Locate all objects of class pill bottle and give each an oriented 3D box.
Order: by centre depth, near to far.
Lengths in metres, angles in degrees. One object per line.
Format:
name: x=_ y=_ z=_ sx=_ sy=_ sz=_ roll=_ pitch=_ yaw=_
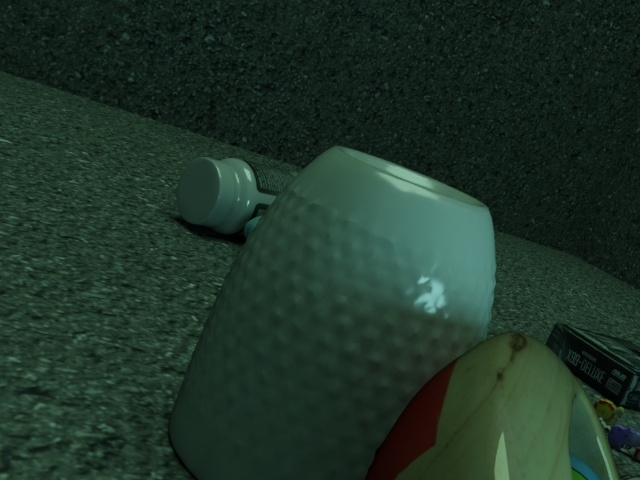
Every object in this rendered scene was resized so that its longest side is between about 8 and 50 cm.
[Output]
pill bottle: x=-0.152 y=-0.086 z=1.711 sx=0.283 sy=0.161 sz=0.161 roll=9 pitch=17 yaw=-48

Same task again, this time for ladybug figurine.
ladybug figurine: x=0.137 y=0.230 z=0.605 sx=0.162 sy=0.305 sz=0.449 roll=-18 pitch=-4 yaw=21

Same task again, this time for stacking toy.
stacking toy: x=0.527 y=0.334 z=1.299 sx=0.221 sy=0.052 sz=0.167 roll=28 pitch=13 yaw=25

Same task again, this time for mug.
mug: x=0.017 y=0.071 z=0.872 sx=0.276 sy=0.328 sz=0.374 roll=18 pitch=12 yaw=-20

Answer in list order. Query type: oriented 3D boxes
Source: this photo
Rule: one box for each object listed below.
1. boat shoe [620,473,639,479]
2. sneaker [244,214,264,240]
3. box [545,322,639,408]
boat shoe: x=0.491 y=0.356 z=1.096 sx=0.183 sy=0.066 sz=0.066 roll=23 pitch=10 yaw=4
sneaker: x=0.000 y=0.000 z=1.675 sx=0.366 sy=0.135 sz=0.150 roll=16 pitch=9 yaw=-46
box: x=0.672 y=0.283 z=1.739 sx=0.307 sy=0.076 sz=0.242 roll=15 pitch=13 yaw=-28
